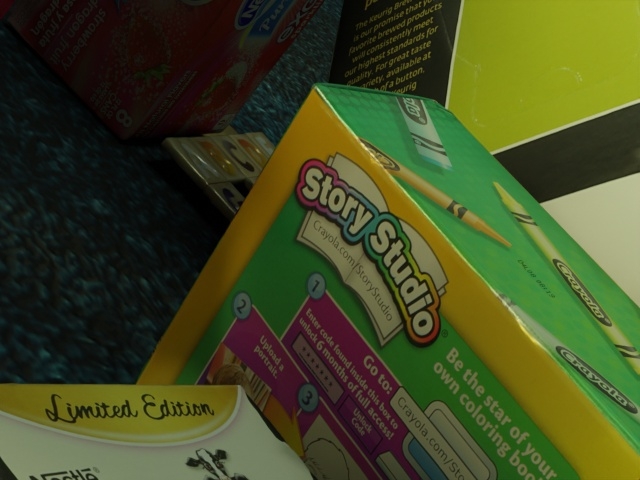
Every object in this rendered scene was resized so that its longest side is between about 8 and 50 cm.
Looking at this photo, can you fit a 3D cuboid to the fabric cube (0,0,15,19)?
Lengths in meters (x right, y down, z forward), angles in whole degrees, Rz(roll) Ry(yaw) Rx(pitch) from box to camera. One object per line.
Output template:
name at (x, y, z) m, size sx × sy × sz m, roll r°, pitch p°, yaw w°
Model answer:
fabric cube at (-0.241, -0.278, 0.661) m, size 0.259 × 0.258 × 0.254 m, roll 24°, pitch 23°, yaw -52°

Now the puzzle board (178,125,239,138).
puzzle board at (-0.098, -0.092, 0.989) m, size 0.128 × 0.011 × 0.096 m, roll 44°, pitch 15°, yaw 10°

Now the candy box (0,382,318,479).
candy box at (-0.013, 0.144, 0.382) m, size 0.233 × 0.071 × 0.159 m, roll 47°, pitch 15°, yaw 22°

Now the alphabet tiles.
alphabet tiles at (0.000, 0.000, 0.951) m, size 0.198 × 0.009 × 0.237 m, roll 47°, pitch 15°, yaw 6°

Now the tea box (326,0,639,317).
tea box at (0.179, -0.039, 0.675) m, size 0.220 × 0.329 × 0.323 m, roll 32°, pitch 56°, yaw -35°

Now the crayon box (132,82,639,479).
crayon box at (0.056, 0.091, 0.508) m, size 0.081 × 0.165 × 0.278 m, roll 2°, pitch 40°, yaw -46°

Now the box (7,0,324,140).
box at (-0.059, -0.194, 0.868) m, size 0.122 × 0.257 × 0.128 m, roll 46°, pitch 23°, yaw 13°
